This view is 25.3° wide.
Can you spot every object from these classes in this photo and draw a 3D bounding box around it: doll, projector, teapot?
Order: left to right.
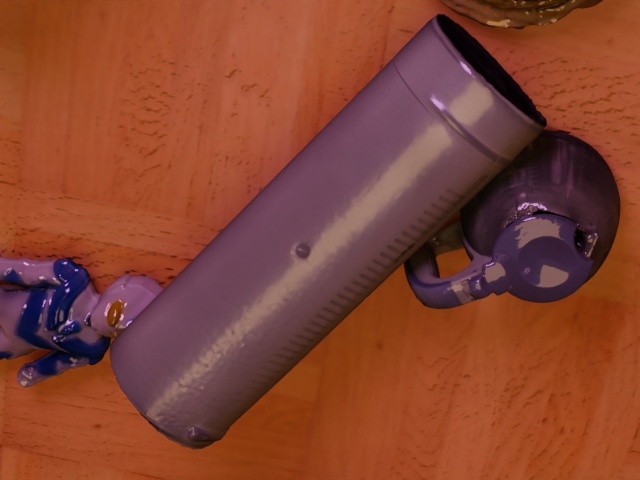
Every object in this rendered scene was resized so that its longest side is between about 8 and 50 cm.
[{"bbox_3d":[-0.210,0.058,1.088,0.227,0.057,0.114,-12,113,16],"label":"doll"},{"bbox_3d":[0.000,0.000,0.975,0.108,0.108,0.337,41,108,-15],"label":"projector"},{"bbox_3d":[0.132,-0.010,0.974,0.149,0.108,0.111,4,118,5],"label":"teapot"}]

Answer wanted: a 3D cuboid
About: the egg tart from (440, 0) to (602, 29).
[{"bbox_3d":[0.127,-0.218,0.882,0.191,0.074,0.191,4,117,7],"label":"egg tart"}]
